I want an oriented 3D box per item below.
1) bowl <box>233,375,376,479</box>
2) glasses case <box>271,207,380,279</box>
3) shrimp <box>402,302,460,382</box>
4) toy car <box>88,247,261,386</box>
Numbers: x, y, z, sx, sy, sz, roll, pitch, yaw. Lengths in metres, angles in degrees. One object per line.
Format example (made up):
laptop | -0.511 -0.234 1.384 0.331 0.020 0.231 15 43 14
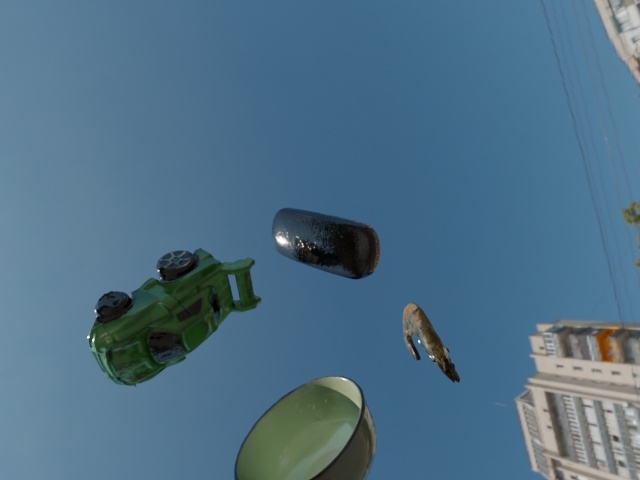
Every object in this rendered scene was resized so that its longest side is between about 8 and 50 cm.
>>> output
bowl | -0.009 0.513 0.988 0.354 0.354 0.185 -38 -77 -30
glasses case | 0.000 0.000 0.966 0.082 0.321 0.122 -10 -72 -45
shrimp | 0.312 0.321 1.239 0.058 0.296 0.169 -7 -50 -15
toy car | -0.316 0.165 0.937 0.358 0.176 0.213 -42 -37 -43
